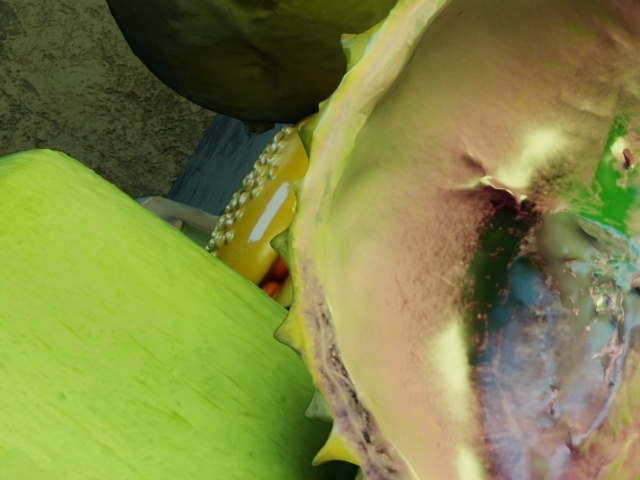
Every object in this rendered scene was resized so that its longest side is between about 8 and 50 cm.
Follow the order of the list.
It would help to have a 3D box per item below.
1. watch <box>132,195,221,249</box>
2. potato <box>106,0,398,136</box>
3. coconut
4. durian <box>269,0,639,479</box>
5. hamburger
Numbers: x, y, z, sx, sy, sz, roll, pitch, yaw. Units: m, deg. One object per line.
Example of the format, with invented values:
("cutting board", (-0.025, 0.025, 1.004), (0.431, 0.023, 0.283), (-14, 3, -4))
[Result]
("watch", (-0.110, 0.111, 1.113), (0.253, 0.162, 0.241), (131, 154, -54))
("potato", (-0.027, -0.245, 0.939), (0.319, 0.385, 0.442), (-59, -12, -9))
("coconut", (-0.136, 0.114, 0.629), (0.328, 0.328, 0.281), (-61, 8, -14))
("durian", (0.076, -0.015, 0.506), (0.260, 0.186, 0.154), (-45, 17, 3))
("hamburger", (0.000, 0.000, 0.918), (0.162, 0.115, 0.162), (-55, 9, 13))
